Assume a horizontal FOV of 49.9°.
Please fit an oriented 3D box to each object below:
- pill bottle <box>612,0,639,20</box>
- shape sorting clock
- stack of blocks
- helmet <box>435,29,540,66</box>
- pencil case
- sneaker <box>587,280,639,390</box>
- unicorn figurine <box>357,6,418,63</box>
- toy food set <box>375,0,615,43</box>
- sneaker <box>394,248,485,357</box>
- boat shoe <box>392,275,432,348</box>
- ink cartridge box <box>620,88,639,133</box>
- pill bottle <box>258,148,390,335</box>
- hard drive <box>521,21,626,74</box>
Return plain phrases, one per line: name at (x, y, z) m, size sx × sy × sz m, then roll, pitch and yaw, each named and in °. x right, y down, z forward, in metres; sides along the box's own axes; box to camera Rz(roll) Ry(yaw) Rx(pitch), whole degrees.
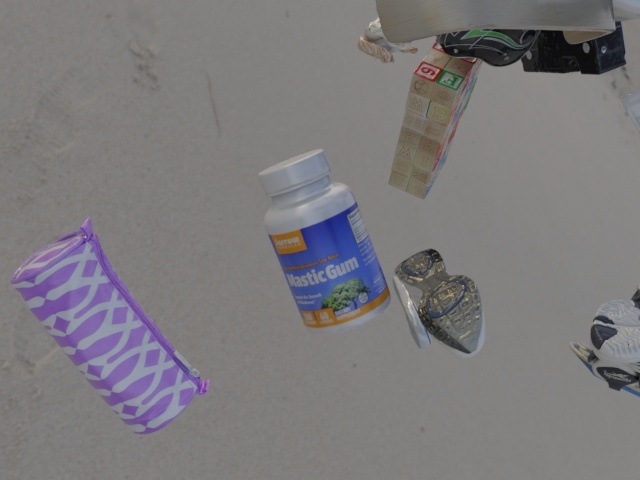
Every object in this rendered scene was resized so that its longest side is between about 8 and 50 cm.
pill bottle at (0.332, -0.306, 0.745) m, size 0.131 × 0.131 × 0.229 m, roll 50°, pitch 18°, yaw -6°
shape sorting clock at (0.655, 0.284, 1.541) m, size 0.206 × 0.040 × 0.206 m, roll 26°, pitch 15°, yaw -8°
stack of blocks at (0.228, -0.246, 1.364) m, size 0.087 × 0.297 × 0.171 m, roll 25°, pitch 54°, yaw 13°
helmet at (0.279, -0.387, 1.171) m, size 0.161 × 0.169 × 0.169 m, roll 11°, pitch 43°, yaw -19°
pencil case at (-0.189, 0.086, 0.632) m, size 0.206 × 0.088 × 0.086 m, roll 58°, pitch 15°, yaw -24°
sneaker at (0.406, 0.152, 0.915) m, size 0.094 × 0.153 × 0.235 m, roll 24°, pitch 28°, yaw 28°
unicorn figurine at (0.110, -0.321, 1.015) m, size 0.111 × 0.060 × 0.162 m, roll 22°, pitch 45°, yaw 31°
toy food set at (0.131, -0.264, 0.534) m, size 0.306 × 0.092 × 0.220 m, roll -18°, pitch 101°, yaw -45°
sneaker at (0.223, 0.120, 1.192) m, size 0.129 × 0.111 × 0.297 m, roll 60°, pitch 5°, yaw -22°
boat shoe at (0.214, 0.137, 1.480) m, size 0.226 × 0.075 × 0.083 m, roll -105°, pitch 177°, yaw -54°
ink cartridge box at (0.646, -0.188, 1.148) m, size 0.232 × 0.189 × 0.066 m, roll 58°, pitch 32°, yaw -5°
pill bottle at (0.000, 0.000, 1.102) m, size 0.272 × 0.152 × 0.152 m, roll 68°, pitch 24°, yaw -12°
hard drive at (0.398, -0.456, 1.168) m, size 0.237 × 0.064 × 0.339 m, roll -139°, pitch -152°, yaw -69°
